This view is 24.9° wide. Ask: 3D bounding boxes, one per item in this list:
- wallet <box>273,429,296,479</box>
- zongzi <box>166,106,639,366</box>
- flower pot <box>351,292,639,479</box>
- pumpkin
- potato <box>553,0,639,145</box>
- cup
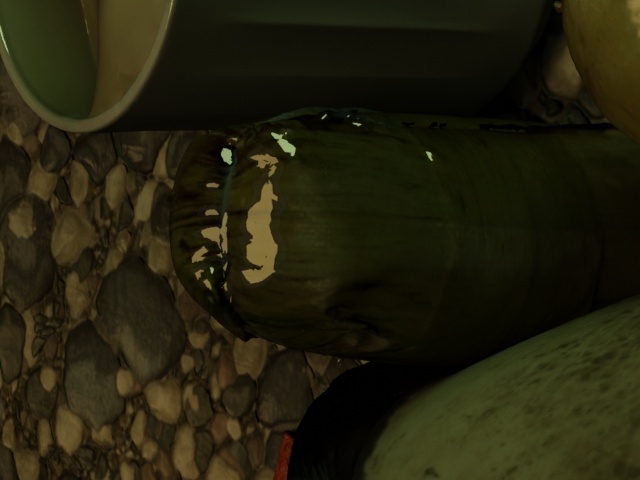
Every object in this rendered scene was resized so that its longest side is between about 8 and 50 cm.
[{"bbox_3d":[-0.020,0.271,1.237,0.103,0.020,0.196,31,118,43],"label":"wallet"},{"bbox_3d":[0.000,0.000,0.955,0.360,0.323,0.160,-2,84,55],"label":"zongzi"},{"bbox_3d":[0.226,0.147,0.738,0.330,0.293,0.293,-33,68,39],"label":"flower pot"},{"bbox_3d":[0.078,0.191,0.999,0.233,0.163,0.233,11,104,51],"label":"pumpkin"},{"bbox_3d":[0.269,-0.107,0.687,0.351,0.218,0.202,5,97,52],"label":"potato"},{"bbox_3d":[-0.012,-0.225,0.931,0.237,0.327,0.323,43,126,40],"label":"cup"}]
